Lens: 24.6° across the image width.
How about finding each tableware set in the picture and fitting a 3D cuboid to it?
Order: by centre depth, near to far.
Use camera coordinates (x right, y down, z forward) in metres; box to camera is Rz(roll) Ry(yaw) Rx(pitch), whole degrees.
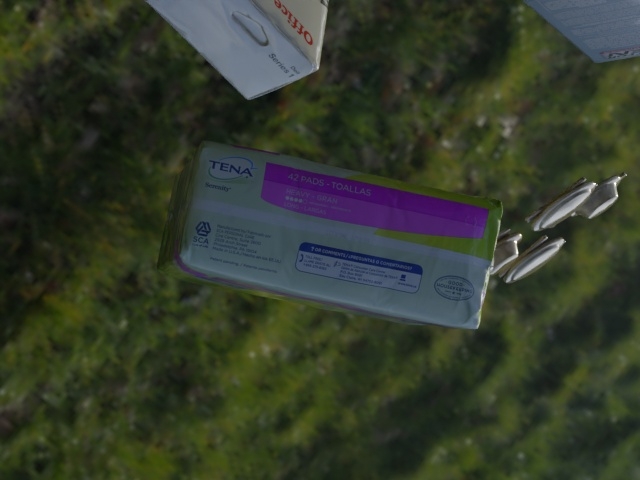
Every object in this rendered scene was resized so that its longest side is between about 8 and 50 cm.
[{"bbox_3d":[0.192,-0.009,1.249,0.141,0.020,0.168,-41,162,22],"label":"tableware set"}]

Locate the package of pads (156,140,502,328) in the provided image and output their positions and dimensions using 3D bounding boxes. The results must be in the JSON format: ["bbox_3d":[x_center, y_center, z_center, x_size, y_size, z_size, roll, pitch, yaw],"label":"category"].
[{"bbox_3d":[0.000,0.000,1.129,0.296,0.229,0.101,171,-70,-80],"label":"package of pads"}]

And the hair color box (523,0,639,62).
[{"bbox_3d":[0.271,-0.303,1.434,0.374,0.113,0.185,10,74,-68],"label":"hair color box"}]

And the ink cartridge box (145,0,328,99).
[{"bbox_3d":[-0.069,-0.269,1.391,0.092,0.160,0.219,-20,-136,32],"label":"ink cartridge box"}]
